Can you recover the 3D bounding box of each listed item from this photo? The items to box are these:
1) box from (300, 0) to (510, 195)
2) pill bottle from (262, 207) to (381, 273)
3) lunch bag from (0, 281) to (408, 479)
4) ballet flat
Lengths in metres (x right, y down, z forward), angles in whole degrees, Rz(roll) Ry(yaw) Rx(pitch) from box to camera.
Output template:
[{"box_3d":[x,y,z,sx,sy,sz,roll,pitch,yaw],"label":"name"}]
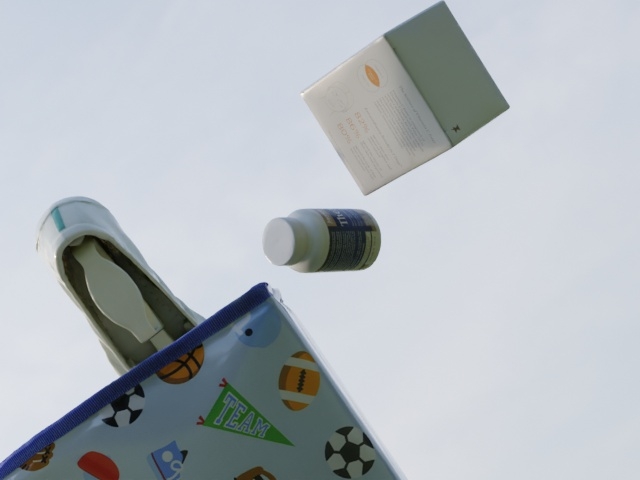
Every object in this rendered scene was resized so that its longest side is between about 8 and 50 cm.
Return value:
[{"box_3d":[0.082,-0.140,1.643,0.091,0.130,0.170,-34,4,-34],"label":"box"},{"box_3d":[0.000,0.000,1.681,0.120,0.067,0.067,-1,-36,-45],"label":"pill bottle"},{"box_3d":[-0.117,0.275,1.566,0.385,0.328,0.239,-35,-7,-1],"label":"lunch bag"},{"box_3d":[-0.200,0.120,1.966,0.139,0.400,0.139,-33,20,13],"label":"ballet flat"}]
